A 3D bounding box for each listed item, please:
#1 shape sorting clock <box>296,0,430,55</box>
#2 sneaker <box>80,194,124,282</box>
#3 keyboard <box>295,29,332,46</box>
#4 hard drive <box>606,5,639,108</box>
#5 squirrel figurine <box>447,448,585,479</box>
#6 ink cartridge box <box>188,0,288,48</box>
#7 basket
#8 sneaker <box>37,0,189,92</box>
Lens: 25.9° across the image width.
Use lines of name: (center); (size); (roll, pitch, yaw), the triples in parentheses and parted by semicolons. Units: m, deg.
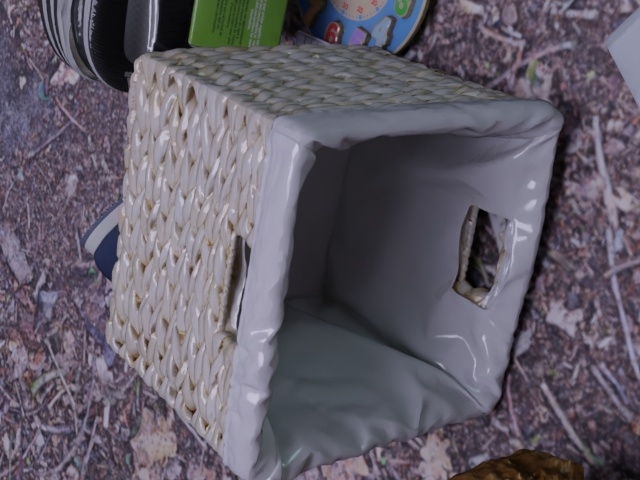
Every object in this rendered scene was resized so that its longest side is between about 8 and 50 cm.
shape sorting clock: (0.039, -0.284, 1.447); (0.206, 0.040, 0.206); (5, 96, 46)
sneaker: (-0.155, -0.033, 1.641); (0.131, 0.112, 0.319); (54, 133, 6)
keyboard: (-0.021, -0.098, 1.528); (0.072, 0.014, 0.256); (28, 118, 40)
hard drive: (0.372, -0.169, 1.085); (0.307, 0.040, 0.203); (-45, 59, 46)
squirrel figurine: (0.228, 0.381, 1.155); (0.370, 0.281, 0.397); (33, 120, 31)
ink cartridge box: (-0.078, -0.317, 1.518); (0.255, 0.097, 0.189); (-96, 17, -72)
basket: (0.000, 0.000, 1.298); (0.266, 0.331, 0.328); (29, 118, 42)
sneaker: (-0.255, -0.411, 1.649); (0.257, 0.169, 0.448); (19, 99, 52)
